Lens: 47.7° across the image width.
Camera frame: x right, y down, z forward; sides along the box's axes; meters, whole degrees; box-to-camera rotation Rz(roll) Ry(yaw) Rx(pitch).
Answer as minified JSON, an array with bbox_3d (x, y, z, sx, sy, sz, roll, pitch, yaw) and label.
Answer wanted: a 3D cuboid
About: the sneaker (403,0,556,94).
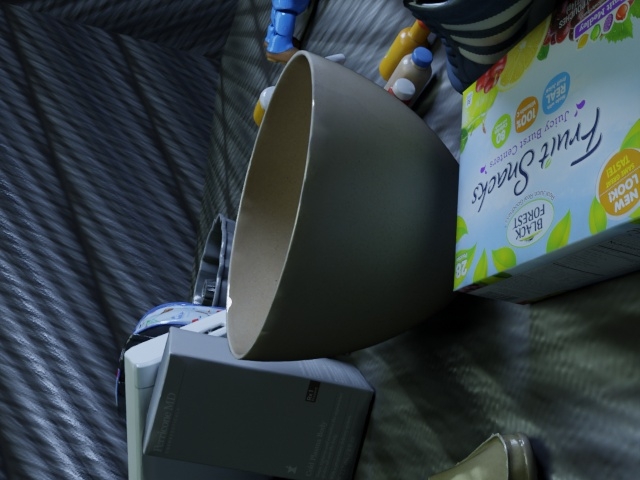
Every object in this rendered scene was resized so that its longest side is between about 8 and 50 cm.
[{"bbox_3d":[0.102,-0.200,0.541,0.350,0.148,0.131,87,177,-78],"label":"sneaker"}]

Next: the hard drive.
[{"bbox_3d":[-0.158,0.264,1.009,0.047,0.233,0.353,31,127,37],"label":"hard drive"}]

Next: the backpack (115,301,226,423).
[{"bbox_3d":[-0.205,0.222,1.225,0.213,0.263,0.276,-132,55,-75],"label":"backpack"}]

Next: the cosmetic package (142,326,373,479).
[{"bbox_3d":[-0.075,0.191,0.836,0.107,0.238,0.127,-142,64,-73],"label":"cosmetic package"}]

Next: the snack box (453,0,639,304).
[{"bbox_3d":[0.169,-0.062,0.480,0.207,0.070,0.174,140,139,-67],"label":"snack box"}]

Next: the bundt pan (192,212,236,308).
[{"bbox_3d":[-0.181,0.117,1.481,0.331,0.124,0.330,-168,90,-75],"label":"bundt pan"}]

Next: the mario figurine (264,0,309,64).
[{"bbox_3d":[-0.033,-0.538,1.530,0.198,0.170,0.320,38,134,33],"label":"mario figurine"}]

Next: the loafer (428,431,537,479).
[{"bbox_3d":[0.109,0.192,0.537,0.056,0.050,0.148,-97,24,-48],"label":"loafer"}]

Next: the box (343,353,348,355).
[{"bbox_3d":[0.000,0.000,0.997,0.290,0.087,0.169,-107,33,-59],"label":"box"}]

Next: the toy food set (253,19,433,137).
[{"bbox_3d":[0.045,-0.177,0.821,0.111,0.232,0.104,60,149,16],"label":"toy food set"}]

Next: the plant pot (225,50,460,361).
[{"bbox_3d":[0.036,-0.014,0.687,0.284,0.191,0.284,-168,90,-75],"label":"plant pot"}]
